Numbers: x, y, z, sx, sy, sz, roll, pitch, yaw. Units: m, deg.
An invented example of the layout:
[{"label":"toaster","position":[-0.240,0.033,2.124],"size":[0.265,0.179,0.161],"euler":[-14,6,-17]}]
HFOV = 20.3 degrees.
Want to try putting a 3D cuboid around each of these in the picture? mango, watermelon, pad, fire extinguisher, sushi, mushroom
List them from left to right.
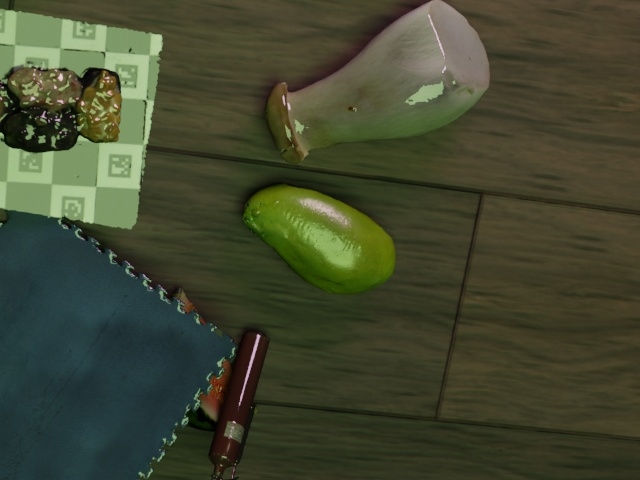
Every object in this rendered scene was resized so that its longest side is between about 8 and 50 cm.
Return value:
[{"label":"sushi","position":[-0.262,-0.115,1.682],"size":[0.215,0.050,0.192],"euler":[8,96,-15]},{"label":"pad","position":[-0.258,0.132,1.745],"size":[0.269,0.012,0.270],"euler":[37,96,-2]},{"label":"watermelon","position":[-0.130,0.140,1.786],"size":[0.087,0.069,0.163],"euler":[-32,112,-2]},{"label":"fire extinguisher","position":[-0.083,0.176,1.785],"size":[0.035,0.049,0.173],"euler":[16,64,-2]},{"label":"mango","position":[0.000,0.000,1.774],"size":[0.165,0.074,0.091],"euler":[24,101,-17]},{"label":"mushroom","position":[0.058,-0.142,1.746],"size":[0.225,0.093,0.116],"euler":[-29,91,6]}]
